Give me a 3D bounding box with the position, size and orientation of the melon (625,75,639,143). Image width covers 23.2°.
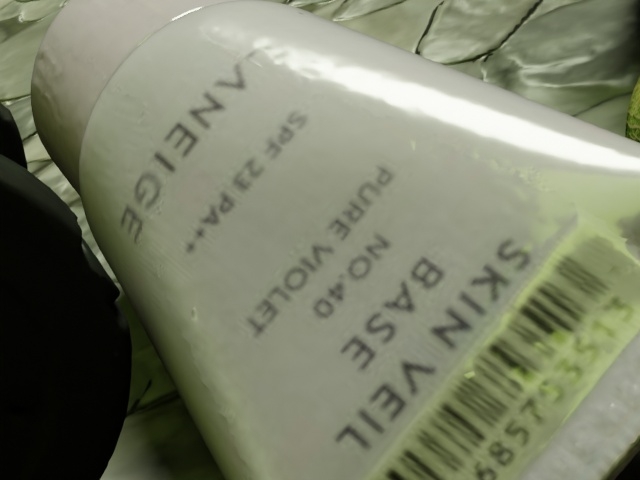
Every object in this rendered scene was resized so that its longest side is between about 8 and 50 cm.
[{"bbox_3d":[0.154,-0.046,0.393,0.162,0.099,0.099,-21,30,17],"label":"melon"}]

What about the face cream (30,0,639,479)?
[{"bbox_3d":[0.000,0.000,0.448,0.154,0.096,0.274,-48,38,-1],"label":"face cream"}]

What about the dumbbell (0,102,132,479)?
[{"bbox_3d":[-0.147,0.012,0.480,0.143,0.143,0.325,-30,30,-8],"label":"dumbbell"}]
